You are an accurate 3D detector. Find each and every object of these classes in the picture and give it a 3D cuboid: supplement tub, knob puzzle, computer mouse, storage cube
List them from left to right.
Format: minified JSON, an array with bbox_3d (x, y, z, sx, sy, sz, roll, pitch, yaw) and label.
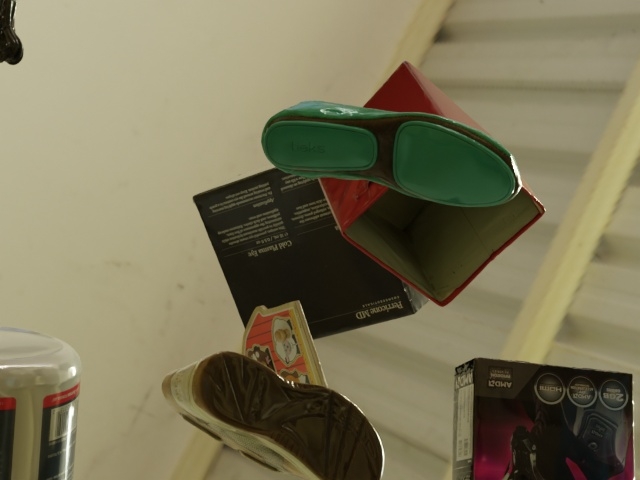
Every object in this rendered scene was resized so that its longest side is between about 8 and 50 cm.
[{"bbox_3d":[-0.344,0.234,1.177,0.191,0.191,0.272,16,-78,55],"label":"supplement tub"},{"bbox_3d":[-0.312,-0.289,1.233,0.106,0.042,0.193,-107,-147,-44],"label":"computer mouse"},{"bbox_3d":[-0.066,0.187,1.662,0.213,0.030,0.213,22,-61,47],"label":"knob puzzle"},{"bbox_3d":[0.127,-0.074,1.452,0.183,0.215,0.193,-45,-149,15],"label":"storage cube"}]

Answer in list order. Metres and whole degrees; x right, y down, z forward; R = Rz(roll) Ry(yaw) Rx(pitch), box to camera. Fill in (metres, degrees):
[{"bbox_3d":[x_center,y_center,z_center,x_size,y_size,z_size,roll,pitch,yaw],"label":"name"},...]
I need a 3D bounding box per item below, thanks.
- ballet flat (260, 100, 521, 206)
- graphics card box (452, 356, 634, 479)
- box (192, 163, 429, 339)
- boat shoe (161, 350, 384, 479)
[{"bbox_3d":[0.070,-0.091,1.096,0.087,0.247,0.083,-58,155,-62],"label":"ballet flat"},{"bbox_3d":[0.291,0.348,1.532,0.094,0.233,0.371,127,-31,-69],"label":"graphics card box"},{"bbox_3d":[0.000,0.000,2.081,0.343,0.312,0.179,-16,-172,29],"label":"box"},{"bbox_3d":[-0.050,0.218,1.372,0.098,0.302,0.109,-16,-128,47],"label":"boat shoe"}]
